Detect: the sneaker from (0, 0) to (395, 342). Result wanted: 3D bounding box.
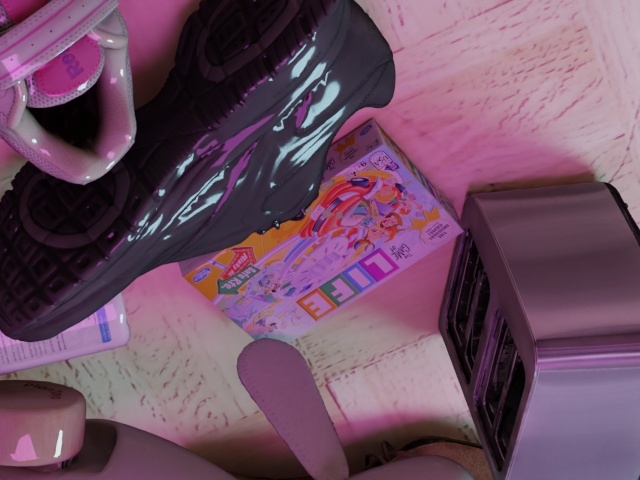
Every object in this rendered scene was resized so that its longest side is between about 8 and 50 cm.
[{"bbox_3d":[-0.069,-0.033,1.133,0.286,0.109,0.130,-40,138,11],"label":"sneaker"}]

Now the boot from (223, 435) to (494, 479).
[{"bbox_3d":[0.035,0.184,1.416,0.305,0.112,0.115,14,97,-24],"label":"boot"}]

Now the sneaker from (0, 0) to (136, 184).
[{"bbox_3d":[-0.155,-0.125,1.005,0.103,0.111,0.252,-42,139,-10],"label":"sneaker"}]

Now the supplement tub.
[{"bbox_3d":[-0.174,0.042,1.204,0.107,0.071,0.071,-12,135,-7],"label":"supplement tub"}]

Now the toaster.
[{"bbox_3d":[0.156,0.065,1.269,0.110,0.168,0.186,-4,134,-14],"label":"toaster"}]

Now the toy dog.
[{"bbox_3d":[-0.079,0.167,1.269,0.333,0.161,0.220,21,102,-7],"label":"toy dog"}]

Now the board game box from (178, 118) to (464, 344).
[{"bbox_3d":[0.000,0.000,1.254,0.154,0.026,0.103,-34,134,14],"label":"board game box"}]
